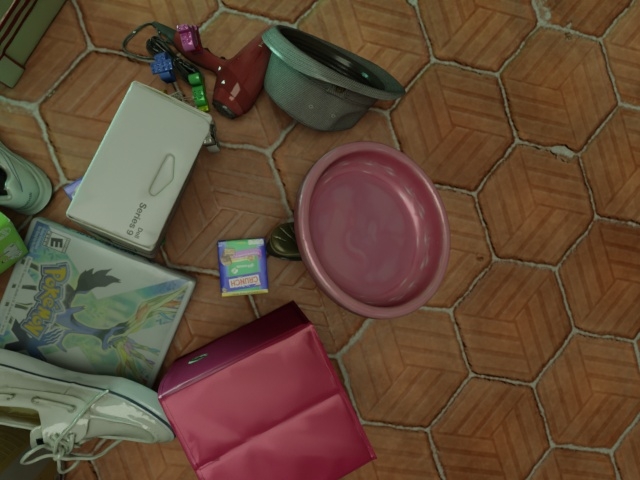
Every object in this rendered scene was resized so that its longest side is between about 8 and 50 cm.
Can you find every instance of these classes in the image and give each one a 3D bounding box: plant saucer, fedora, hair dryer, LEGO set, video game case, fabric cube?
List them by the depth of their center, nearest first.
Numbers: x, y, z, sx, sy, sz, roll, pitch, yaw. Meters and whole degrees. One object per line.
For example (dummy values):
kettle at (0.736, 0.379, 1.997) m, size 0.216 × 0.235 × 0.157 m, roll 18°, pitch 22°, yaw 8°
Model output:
LEGO set at (-0.245, -0.262, 0.891) m, size 0.087 × 0.093 × 0.227 m, roll -11°, pitch 92°, yaw 6°
fabric cube at (-0.095, 0.285, 0.906) m, size 0.258 × 0.254 × 0.259 m, roll -26°, pitch 95°, yaw -7°
video game case at (-0.426, 0.163, 0.940) m, size 0.300 × 0.036 × 0.328 m, roll 23°, pitch 96°, yaw -9°
fedora at (0.006, -0.281, 0.952) m, size 0.276 × 0.243 × 0.124 m, roll 7°, pitch 126°, yaw -35°
hair dryer at (-0.203, -0.332, 0.963) m, size 0.294 × 0.080 × 0.223 m, roll -18°, pitch 93°, yaw -8°
plant saucer at (0.093, -0.018, 0.970) m, size 0.332 × 0.084 × 0.331 m, roll 7°, pitch 76°, yaw -28°

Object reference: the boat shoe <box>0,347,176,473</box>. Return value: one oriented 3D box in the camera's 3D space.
boat shoe at (-0.419, 0.295, 0.834) m, size 0.367 × 0.156 × 0.135 m, roll 18°, pitch 131°, yaw -2°

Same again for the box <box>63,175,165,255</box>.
box at (-0.378, -0.046, 0.962) m, size 0.105 × 0.043 × 0.179 m, roll -33°, pitch 98°, yaw -6°

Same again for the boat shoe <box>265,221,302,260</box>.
boat shoe at (0.000, 0.001, 1.007) m, size 0.224 × 0.073 × 0.080 m, roll -2°, pitch 76°, yaw -28°

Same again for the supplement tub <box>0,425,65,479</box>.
supplement tub at (-0.567, 0.430, 0.797) m, size 0.241 × 0.331 × 0.240 m, roll 0°, pitch 91°, yaw -9°

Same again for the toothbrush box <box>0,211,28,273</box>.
toothbrush box at (-0.645, 0.022, 0.783) m, size 0.206 × 0.122 × 0.283 m, roll 39°, pitch 62°, yaw 7°

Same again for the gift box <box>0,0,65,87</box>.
gift box at (-0.599, -0.414, 0.807) m, size 0.255 × 0.276 × 0.258 m, roll 31°, pitch 88°, yaw -3°

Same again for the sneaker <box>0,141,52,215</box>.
sneaker at (-0.602, -0.161, 0.880) m, size 0.297 × 0.129 × 0.111 m, roll 38°, pitch 87°, yaw -7°

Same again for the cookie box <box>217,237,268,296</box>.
cookie box at (-0.150, 0.051, 0.999) m, size 0.092 × 0.040 × 0.107 m, roll -5°, pitch 93°, yaw -9°

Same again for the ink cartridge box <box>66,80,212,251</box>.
ink cartridge box at (-0.276, -0.092, 0.815) m, size 0.122 × 0.289 × 0.211 m, roll 24°, pitch 79°, yaw -15°
